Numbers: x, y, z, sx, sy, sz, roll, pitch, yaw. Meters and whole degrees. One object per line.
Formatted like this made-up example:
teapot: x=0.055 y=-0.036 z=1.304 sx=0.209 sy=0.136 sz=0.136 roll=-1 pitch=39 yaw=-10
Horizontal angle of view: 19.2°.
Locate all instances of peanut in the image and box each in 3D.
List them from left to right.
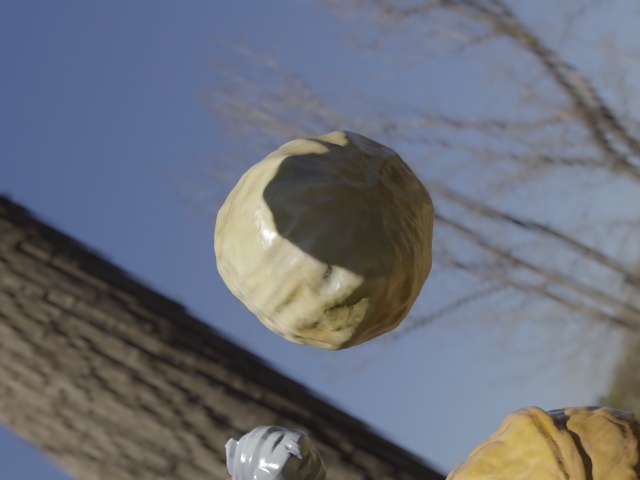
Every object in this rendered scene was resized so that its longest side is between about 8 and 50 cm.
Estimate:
peanut: x=0.000 y=0.000 z=1.329 sx=0.152 sy=0.152 sz=0.313 roll=-63 pitch=3 yaw=-6

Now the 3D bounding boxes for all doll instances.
doll: x=-0.044 y=0.201 z=1.534 sx=0.079 sy=0.094 sz=0.180 roll=-53 pitch=-5 yaw=-38

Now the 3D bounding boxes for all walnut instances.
walnut: x=0.169 y=0.200 z=1.304 sx=0.193 sy=0.193 sz=0.226 roll=-62 pitch=-14 yaw=-9
